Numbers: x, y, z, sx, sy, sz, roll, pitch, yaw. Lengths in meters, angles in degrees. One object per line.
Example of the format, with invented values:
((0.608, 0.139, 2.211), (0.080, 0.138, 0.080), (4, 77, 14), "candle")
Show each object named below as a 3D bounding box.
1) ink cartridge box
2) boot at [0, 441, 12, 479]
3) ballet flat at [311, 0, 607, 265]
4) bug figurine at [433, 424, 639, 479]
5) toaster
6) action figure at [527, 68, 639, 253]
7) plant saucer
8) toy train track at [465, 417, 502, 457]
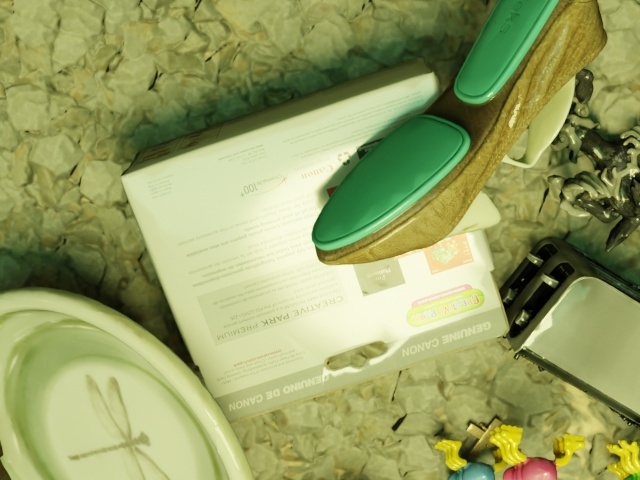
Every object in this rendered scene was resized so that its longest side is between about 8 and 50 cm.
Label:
((0.000, 0.000, 1.236), (0.309, 0.130, 0.272), (-17, 104, 5), "ink cartridge box")
((-0.373, 0.239, 1.288), (0.114, 0.037, 0.106), (2, 100, 28), "boot")
((0.139, -0.088, 1.107), (0.124, 0.116, 0.342), (41, 84, -35), "ballet flat")
((0.259, 0.250, 1.279), (0.279, 0.216, 0.072), (8, 71, -2), "bug figurine")
((0.276, 0.091, 1.245), (0.186, 0.168, 0.110), (30, 102, -8), "toaster")
((0.274, -0.093, 1.211), (0.276, 0.141, 0.164), (34, 91, -8), "action figure")
((-0.212, 0.216, 1.264), (0.400, 0.100, 0.400), (13, 118, 26), "plant saucer")
((0.192, 0.221, 1.362), (0.083, 0.014, 0.048), (34, 95, -15), "toy train track")
